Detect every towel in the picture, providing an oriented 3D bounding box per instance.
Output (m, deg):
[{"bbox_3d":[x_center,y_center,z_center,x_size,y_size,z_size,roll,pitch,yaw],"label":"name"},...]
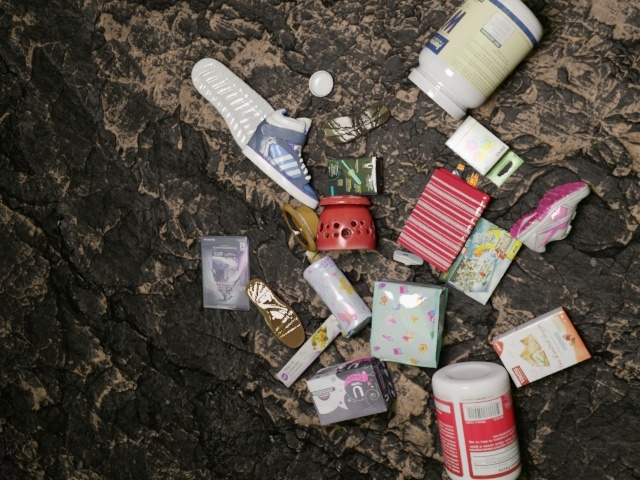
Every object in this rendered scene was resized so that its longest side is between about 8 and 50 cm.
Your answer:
[{"bbox_3d":[0.380,-0.066,1.712,0.199,0.031,0.275,36,108,29],"label":"towel"}]

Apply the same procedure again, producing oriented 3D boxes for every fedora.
[{"bbox_3d":[-0.051,-0.055,1.856,0.079,0.194,0.194,-32,83,-16],"label":"fedora"}]

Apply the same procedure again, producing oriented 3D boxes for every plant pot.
[{"bbox_3d":[0.083,-0.054,1.769,0.191,0.191,0.174,0,89,21],"label":"plant pot"}]

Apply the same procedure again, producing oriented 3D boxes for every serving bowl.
[{"bbox_3d":[0.005,-0.518,1.827,0.083,0.027,0.083,2,97,20],"label":"serving bowl"}]

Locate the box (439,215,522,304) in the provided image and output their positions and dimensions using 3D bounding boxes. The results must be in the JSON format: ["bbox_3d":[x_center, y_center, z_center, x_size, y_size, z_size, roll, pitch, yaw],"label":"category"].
[{"bbox_3d":[0.495,0.058,1.696,0.159,0.044,0.233,31,106,15],"label":"box"}]

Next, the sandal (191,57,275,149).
[{"bbox_3d":[-0.269,-0.453,1.901,0.169,0.102,0.416,-37,99,2],"label":"sandal"}]

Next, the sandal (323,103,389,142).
[{"bbox_3d":[0.118,-0.380,1.788,0.219,0.060,0.090,-24,93,7],"label":"sandal"}]

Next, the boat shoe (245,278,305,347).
[{"bbox_3d":[-0.155,0.255,1.955,0.104,0.089,0.285,-36,85,-6],"label":"boat shoe"}]

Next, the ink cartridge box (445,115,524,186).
[{"bbox_3d":[0.491,-0.266,1.652,0.209,0.062,0.109,43,108,11],"label":"ink cartridge box"}]

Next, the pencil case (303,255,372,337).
[{"bbox_3d":[0.057,0.185,1.822,0.273,0.113,0.124,55,131,17],"label":"pencil case"}]

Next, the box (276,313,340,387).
[{"bbox_3d":[-0.027,0.380,1.922,0.063,0.067,0.324,44,110,12],"label":"box"}]

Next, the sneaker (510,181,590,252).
[{"bbox_3d":[0.678,-0.065,1.590,0.252,0.103,0.111,-43,101,13],"label":"sneaker"}]

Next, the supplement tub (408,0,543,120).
[{"bbox_3d":[0.429,-0.526,1.553,0.235,0.235,0.325,45,109,11],"label":"supplement tub"}]

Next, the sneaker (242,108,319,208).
[{"bbox_3d":[-0.075,-0.286,1.832,0.323,0.130,0.236,40,91,-7],"label":"sneaker"}]

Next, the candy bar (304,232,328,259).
[{"bbox_3d":[0.000,0.000,1.893,0.040,0.018,0.161,42,109,15],"label":"candy bar"}]

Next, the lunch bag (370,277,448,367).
[{"bbox_3d":[0.278,0.264,1.744,0.223,0.160,0.262,6,92,19],"label":"lunch bag"}]

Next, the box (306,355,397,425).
[{"bbox_3d":[0.104,0.496,1.844,0.247,0.142,0.163,-20,89,21],"label":"box"}]

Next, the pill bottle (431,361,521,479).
[{"bbox_3d":[0.478,0.594,1.666,0.229,0.229,0.407,-8,93,21],"label":"pill bottle"}]

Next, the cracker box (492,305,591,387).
[{"bbox_3d":[0.658,0.320,1.652,0.232,0.067,0.155,-32,84,22],"label":"cracker box"}]

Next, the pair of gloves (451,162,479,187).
[{"bbox_3d":[0.446,-0.192,1.705,0.083,0.010,0.074,29,106,16],"label":"pair of gloves"}]

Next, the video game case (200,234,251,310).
[{"bbox_3d":[-0.350,0.119,2.038,0.196,0.026,0.274,1,96,21],"label":"video game case"}]

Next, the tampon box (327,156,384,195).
[{"bbox_3d":[0.116,-0.206,1.780,0.161,0.101,0.120,0,97,20],"label":"tampon box"}]

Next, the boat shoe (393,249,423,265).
[{"bbox_3d":[0.284,0.063,1.787,0.100,0.035,0.035,16,129,15],"label":"boat shoe"}]
